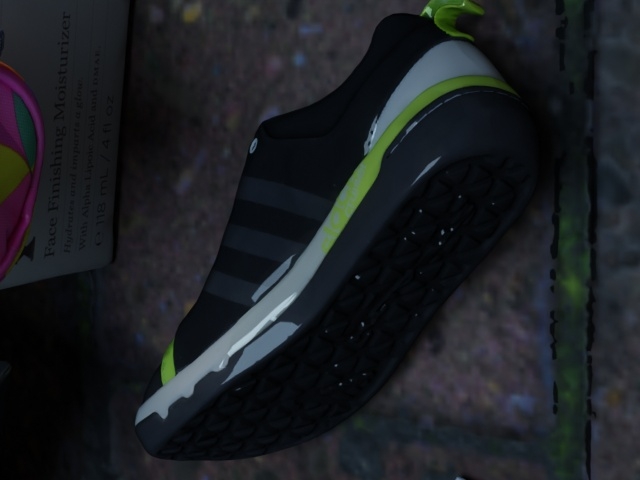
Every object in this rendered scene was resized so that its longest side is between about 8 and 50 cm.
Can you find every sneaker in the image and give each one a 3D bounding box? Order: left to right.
[{"bbox_3d":[0.000,0.000,0.577,0.234,0.084,0.097,-46,50,28],"label":"sneaker"}]

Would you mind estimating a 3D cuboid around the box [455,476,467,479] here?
[{"bbox_3d":[0.116,0.171,0.540,0.178,0.042,0.109,16,106,28],"label":"box"}]

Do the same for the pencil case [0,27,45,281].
[{"bbox_3d":[-0.214,-0.051,0.533,0.236,0.104,0.104,18,107,28],"label":"pencil case"}]

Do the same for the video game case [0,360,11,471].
[{"bbox_3d":[-0.274,0.106,0.684,0.248,0.035,0.274,24,133,8],"label":"video game case"}]

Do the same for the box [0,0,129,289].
[{"bbox_3d":[-0.192,-0.083,0.642,0.182,0.119,0.180,14,106,29],"label":"box"}]
